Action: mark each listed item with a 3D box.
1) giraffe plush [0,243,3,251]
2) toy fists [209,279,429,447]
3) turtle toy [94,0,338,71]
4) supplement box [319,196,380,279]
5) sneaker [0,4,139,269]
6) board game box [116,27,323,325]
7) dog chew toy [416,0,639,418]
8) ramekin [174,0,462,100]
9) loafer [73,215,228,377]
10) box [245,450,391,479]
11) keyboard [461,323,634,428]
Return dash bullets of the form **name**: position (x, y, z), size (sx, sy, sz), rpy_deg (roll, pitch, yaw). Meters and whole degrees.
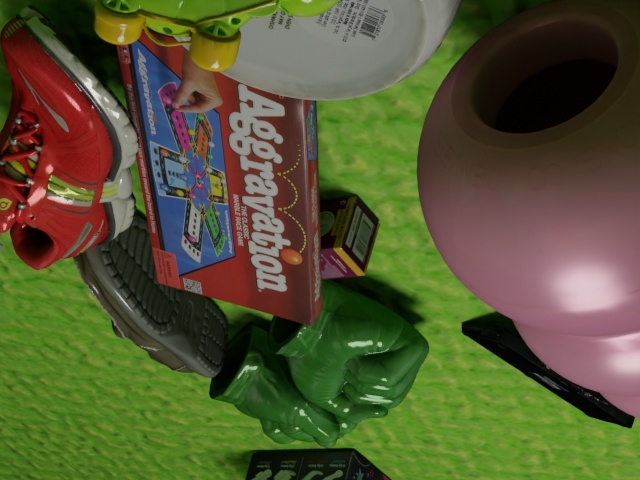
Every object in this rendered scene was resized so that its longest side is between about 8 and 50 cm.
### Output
- **giraffe plush**: position (-0.381, -0.034, 1.088), size (0.210, 0.181, 0.170), rpy_deg (45, 154, -14)
- **toy fists**: position (0.000, 0.130, 1.243), size (0.142, 0.096, 0.279), rpy_deg (24, 148, -16)
- **turtle toy**: position (-0.051, -0.138, 0.626), size (0.130, 0.066, 0.095), rpy_deg (15, 126, -3)
- **supplement box**: position (0.000, 0.000, 1.065), size (0.083, 0.055, 0.043), rpy_deg (-8, 141, 34)
- **sneaker**: position (-0.208, -0.058, 0.969), size (0.107, 0.118, 0.279), rpy_deg (47, 158, 23)
- **board game box**: position (-0.071, -0.047, 0.981), size (0.145, 0.027, 0.281), rpy_deg (14, 140, 14)
- **dog chew toy**: position (0.197, 0.003, 0.818), size (0.206, 0.206, 0.332), rpy_deg (-4, 143, 31)
- **ramekin**: position (-0.008, -0.172, 0.726), size (0.207, 0.109, 0.207), rpy_deg (12, 149, 7)
- **loafer**: position (-0.173, 0.061, 1.207), size (0.087, 0.094, 0.251), rpy_deg (-3, 146, 22)
- **box**: position (0.024, 0.378, 1.597), size (0.163, 0.142, 0.247), rpy_deg (-8, 142, 35)
- **keyboard**: position (0.227, 0.119, 1.193), size (0.192, 0.038, 0.100), rpy_deg (32, 169, -28)
